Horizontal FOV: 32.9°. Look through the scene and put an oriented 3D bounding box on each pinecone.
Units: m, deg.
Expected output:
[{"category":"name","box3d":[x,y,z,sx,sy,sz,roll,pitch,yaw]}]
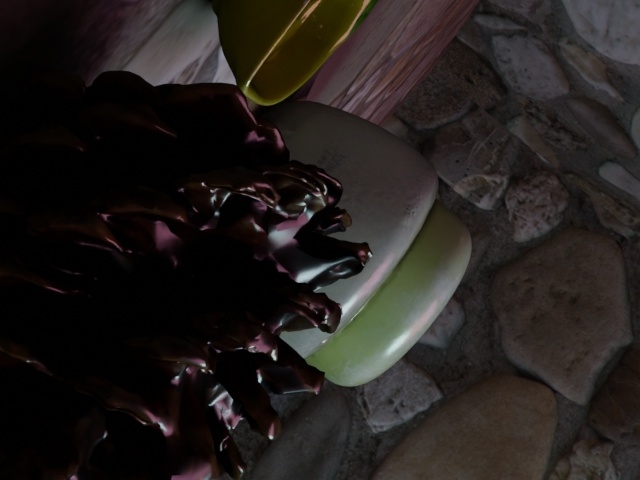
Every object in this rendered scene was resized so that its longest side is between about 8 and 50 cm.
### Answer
[{"category":"pinecone","box3d":[-0.103,0.035,0.605,0.243,0.244,0.257,-7,118,-87]}]

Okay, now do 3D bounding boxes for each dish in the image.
[{"category":"dish","box3d":[-0.019,-0.183,0.784,0.207,0.080,0.148,-47,172,-38]}]

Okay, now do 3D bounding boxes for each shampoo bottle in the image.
[{"category":"shampoo bottle","box3d":[0.000,0.000,1.346,0.322,0.317,0.322,-51,-172,10]}]
